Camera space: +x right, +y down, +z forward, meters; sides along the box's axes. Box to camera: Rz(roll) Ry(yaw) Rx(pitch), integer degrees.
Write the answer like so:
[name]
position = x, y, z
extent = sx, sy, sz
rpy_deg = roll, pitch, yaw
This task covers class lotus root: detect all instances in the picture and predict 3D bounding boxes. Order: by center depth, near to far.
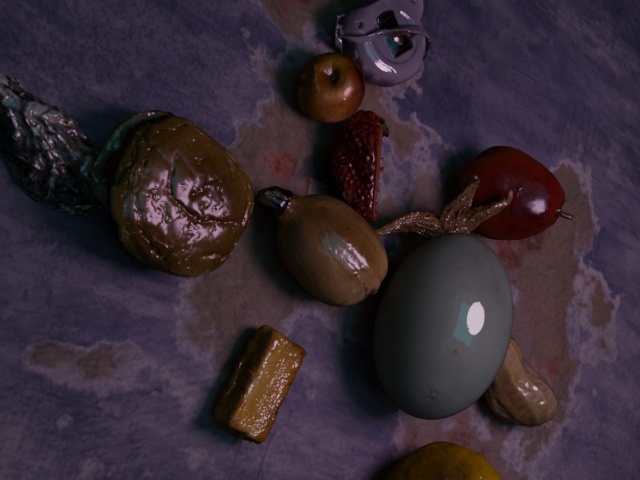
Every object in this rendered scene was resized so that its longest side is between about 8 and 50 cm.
[lotus root]
position = 0.000, 0.000, 1.363
extent = 0.310, 0.183, 0.183
rpy_deg = 46, 65, -14

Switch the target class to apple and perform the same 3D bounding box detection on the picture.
[apple]
position = 0.024, -0.313, 1.410
extent = 0.146, 0.146, 0.146
rpy_deg = 3, 85, -31

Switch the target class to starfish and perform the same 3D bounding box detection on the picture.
[starfish]
position = 0.267, -0.034, 1.503
extent = 0.299, 0.302, 0.060
rpy_deg = 28, 30, -35

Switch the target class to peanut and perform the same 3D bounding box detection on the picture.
[peanut]
position = 0.433, 0.317, 1.616
extent = 0.149, 0.149, 0.313
rpy_deg = -43, 108, -26

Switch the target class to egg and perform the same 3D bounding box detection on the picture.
[egg]
position = 0.251, 0.174, 1.428
extent = 0.276, 0.276, 0.389
rpy_deg = 19, 87, -29

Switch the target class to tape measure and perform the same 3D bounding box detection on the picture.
[tape measure]
position = 0.142, -0.436, 1.507
extent = 0.236, 0.120, 0.197
rpy_deg = -36, 107, -24

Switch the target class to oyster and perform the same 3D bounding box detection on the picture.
[oyster]
position = -0.445, -0.160, 1.160
extent = 0.199, 0.087, 0.252
rpy_deg = -13, 105, -31

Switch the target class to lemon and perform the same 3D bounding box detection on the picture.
[lemon]
position = 0.244, 0.553, 1.415
extent = 0.310, 0.253, 0.253
rpy_deg = -36, 105, -28

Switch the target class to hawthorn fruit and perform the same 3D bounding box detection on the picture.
[hawthorn fruit]
position = 0.447, -0.099, 1.586
extent = 0.224, 0.261, 0.224
rpy_deg = -30, 128, -47

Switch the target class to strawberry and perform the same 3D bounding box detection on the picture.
[strawberry]
position = 0.074, -0.164, 1.442
extent = 0.175, 0.106, 0.236
rpy_deg = 81, 18, -45

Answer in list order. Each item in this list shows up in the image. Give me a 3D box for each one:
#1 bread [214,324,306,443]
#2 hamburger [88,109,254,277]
[bread]
position = -0.115, 0.270, 1.313
extent = 0.114, 0.083, 0.211
rpy_deg = 40, 67, -28
[hamburger]
position = -0.249, -0.078, 1.209
extent = 0.285, 0.134, 0.265
rpy_deg = 39, 71, -39
